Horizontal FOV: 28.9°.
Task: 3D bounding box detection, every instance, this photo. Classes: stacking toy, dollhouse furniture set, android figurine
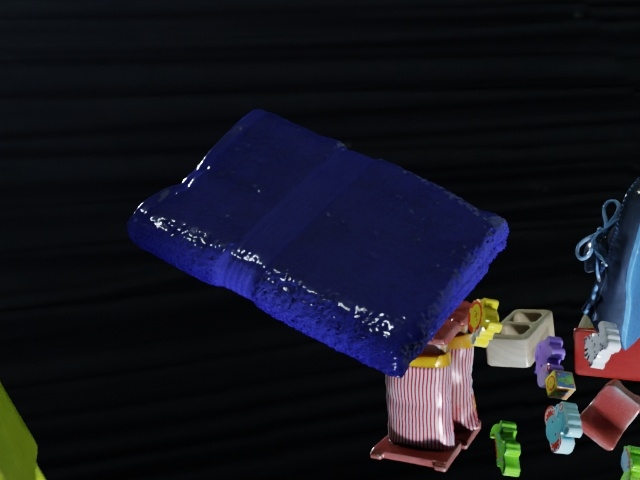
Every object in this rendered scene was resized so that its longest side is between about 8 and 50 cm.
[{"bbox_3d":[0.250,0.167,1.329,0.052,0.167,0.221,120,155,-46],"label":"stacking toy"},{"bbox_3d":[0.260,0.202,1.685,0.374,0.152,0.201,4,108,28],"label":"dollhouse furniture set"},{"bbox_3d":[-0.380,0.220,1.391,0.248,0.056,0.273,-111,-4,-62],"label":"android figurine"}]

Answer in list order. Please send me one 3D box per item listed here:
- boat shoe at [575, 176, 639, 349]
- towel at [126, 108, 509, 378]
[{"bbox_3d":[0.332,0.027,1.406,0.089,0.109,0.258,34,142,29],"label":"boat shoe"},{"bbox_3d":[0.000,0.000,1.191,0.308,0.227,0.076,25,139,23],"label":"towel"}]
